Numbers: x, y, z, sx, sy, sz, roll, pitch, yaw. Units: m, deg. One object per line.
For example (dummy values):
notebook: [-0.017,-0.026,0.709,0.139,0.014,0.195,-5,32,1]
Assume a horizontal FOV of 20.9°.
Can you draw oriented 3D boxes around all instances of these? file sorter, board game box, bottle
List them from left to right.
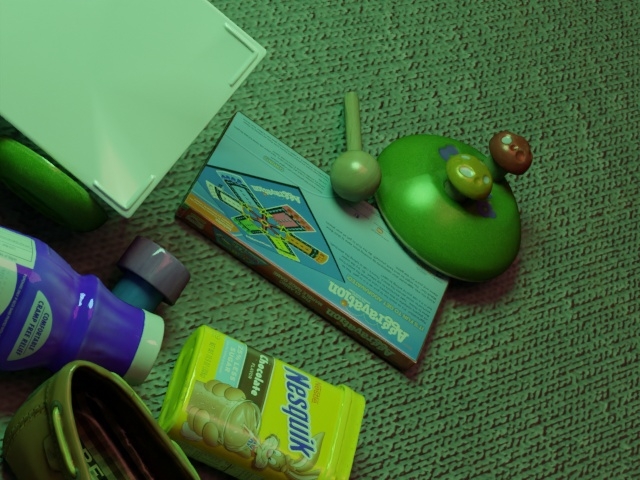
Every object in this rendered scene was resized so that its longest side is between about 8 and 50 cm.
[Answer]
bottle: [-0.274,0.050,1.480,0.283,0.118,0.092,22,16,-20]
file sorter: [-0.221,-0.183,1.591,0.278,0.173,0.193,40,88,-6]
board game box: [0.000,0.000,1.750,0.281,0.027,0.145,35,47,-10]

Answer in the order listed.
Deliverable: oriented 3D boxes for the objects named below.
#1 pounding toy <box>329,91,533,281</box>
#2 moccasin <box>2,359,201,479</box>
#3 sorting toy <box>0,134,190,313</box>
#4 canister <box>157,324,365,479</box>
pounding toy: [0.135,-0.074,1.807,0.237,0.110,0.183,31,39,-16]
moccasin: [-0.109,0.264,1.433,0.139,0.147,0.380,-24,76,-40]
sorting toy: [-0.294,-0.026,1.550,0.365,0.127,0.126,38,78,-11]
canister: [-0.055,0.163,1.582,0.170,0.073,0.126,26,51,-15]
